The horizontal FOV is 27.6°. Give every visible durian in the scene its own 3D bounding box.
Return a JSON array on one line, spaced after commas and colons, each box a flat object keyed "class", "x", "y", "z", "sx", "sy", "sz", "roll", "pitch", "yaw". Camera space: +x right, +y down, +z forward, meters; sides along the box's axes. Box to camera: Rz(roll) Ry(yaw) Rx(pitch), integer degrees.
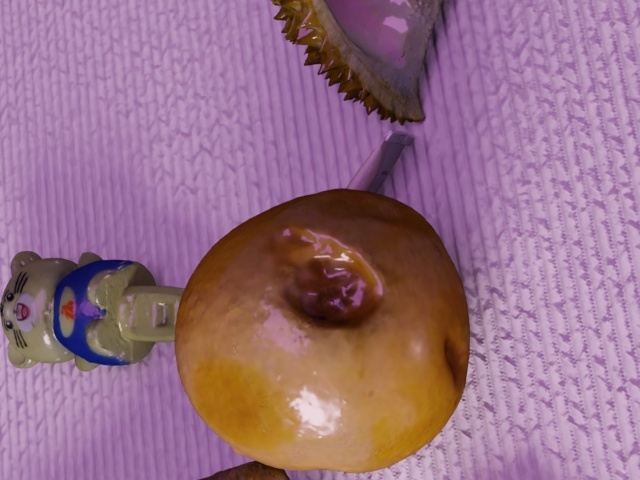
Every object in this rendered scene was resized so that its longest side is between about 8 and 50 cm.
[{"class": "durian", "x": 0.042, "y": -0.257, "z": 1.014, "sx": 0.166, "sy": 0.172, "sz": 0.306, "roll": 17, "pitch": 79, "yaw": 9}]

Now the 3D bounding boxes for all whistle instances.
[{"class": "whistle", "x": -0.190, "y": 0.062, "z": 1.110, "sx": 0.227, "sy": 0.085, "sz": 0.105, "roll": 1, "pitch": 88, "yaw": 31}]

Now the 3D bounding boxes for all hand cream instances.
[{"class": "hand cream", "x": 0.001, "y": 0.001, "z": 1.027, "sx": 0.216, "sy": 0.038, "sz": 0.052, "roll": -55, "pitch": 14, "yaw": 12}]

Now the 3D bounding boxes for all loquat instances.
[{"class": "loquat", "x": 0.003, "y": 0.071, "z": 0.924, "sx": 0.213, "sy": 0.213, "sz": 0.213, "roll": -8, "pitch": 74, "yaw": 30}]

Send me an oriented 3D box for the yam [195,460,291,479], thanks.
[{"class": "yam", "x": -0.157, "y": 0.250, "z": 1.017, "sx": 0.356, "sy": 0.081, "sz": 0.081, "roll": -27, "pitch": 65, "yaw": 37}]
